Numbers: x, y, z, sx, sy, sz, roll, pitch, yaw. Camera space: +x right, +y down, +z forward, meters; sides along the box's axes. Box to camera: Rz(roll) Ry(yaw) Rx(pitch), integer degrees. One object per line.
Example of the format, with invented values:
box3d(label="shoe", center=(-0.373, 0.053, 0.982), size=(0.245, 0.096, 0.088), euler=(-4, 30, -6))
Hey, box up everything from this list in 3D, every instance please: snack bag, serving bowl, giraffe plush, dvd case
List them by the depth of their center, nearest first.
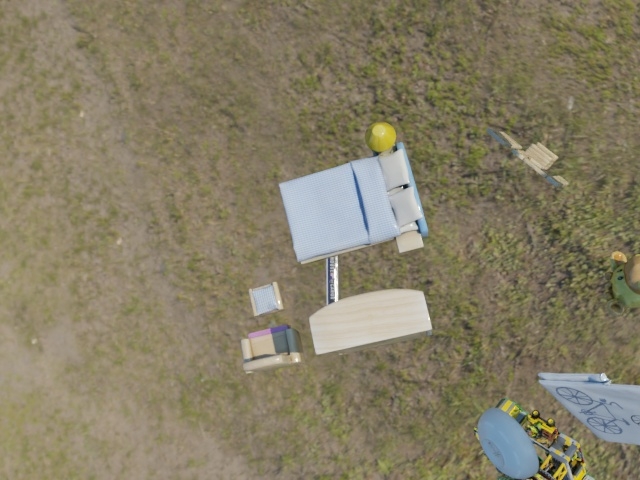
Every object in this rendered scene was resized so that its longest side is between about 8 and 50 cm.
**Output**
box3d(label="serving bowl", center=(0.202, 0.230, 0.725), size=(0.083, 0.027, 0.083), euler=(50, 154, 36))
box3d(label="giraffe plush", center=(0.638, 0.079, 1.237), size=(0.171, 0.181, 0.210), euler=(14, 124, 10))
box3d(label="dvd case", center=(0.033, 0.101, 1.561), size=(0.030, 0.179, 0.238), euler=(0, 84, 5))
box3d(label="snack bag", center=(0.749, 0.412, 1.563), size=(0.343, 0.323, 0.037), euler=(-12, 43, 53))

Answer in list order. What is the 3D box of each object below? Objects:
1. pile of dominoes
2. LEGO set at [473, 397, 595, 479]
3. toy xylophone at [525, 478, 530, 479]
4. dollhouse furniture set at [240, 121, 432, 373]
box3d(label="pile of dominoes", center=(0.464, -0.193, 1.421), size=(0.196, 0.251, 0.040), euler=(43, 111, 15))
box3d(label="LEGO set", center=(0.443, 0.520, 1.397), size=(0.255, 0.192, 0.331), euler=(29, 156, 39))
box3d(label="toy xylophone", center=(0.280, 0.485, 0.914), size=(0.323, 0.081, 0.236), euler=(38, 117, 59))
box3d(label="dollhouse furniture set", center=(0.000, 0.000, 0.869), size=(0.286, 0.198, 0.303), euler=(-14, 77, 7))
